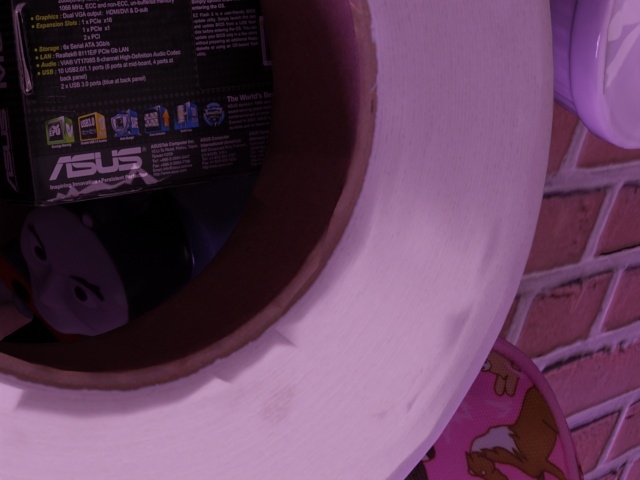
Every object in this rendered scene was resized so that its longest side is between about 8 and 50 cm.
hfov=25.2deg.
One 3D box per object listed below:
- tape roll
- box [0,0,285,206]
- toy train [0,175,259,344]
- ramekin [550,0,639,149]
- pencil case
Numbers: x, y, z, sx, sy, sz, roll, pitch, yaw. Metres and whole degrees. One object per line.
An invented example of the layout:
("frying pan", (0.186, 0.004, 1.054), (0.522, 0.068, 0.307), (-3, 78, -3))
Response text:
("tape roll", (-0.082, -0.052, 0.505), (0.392, 0.072, 0.392), (-4, 98, -33))
("box", (-0.048, -0.117, 0.590), (0.190, 0.045, 0.184), (-11, 97, -32))
("toy train", (-0.027, -0.031, 0.754), (0.334, 0.142, 0.190), (-34, 159, -33))
("ramekin", (0.221, -0.211, 1.007), (0.273, 0.127, 0.273), (-36, 142, -34))
("pencil case", (0.002, 0.167, 0.825), (0.167, 0.160, 0.386), (-8, 161, -25))
